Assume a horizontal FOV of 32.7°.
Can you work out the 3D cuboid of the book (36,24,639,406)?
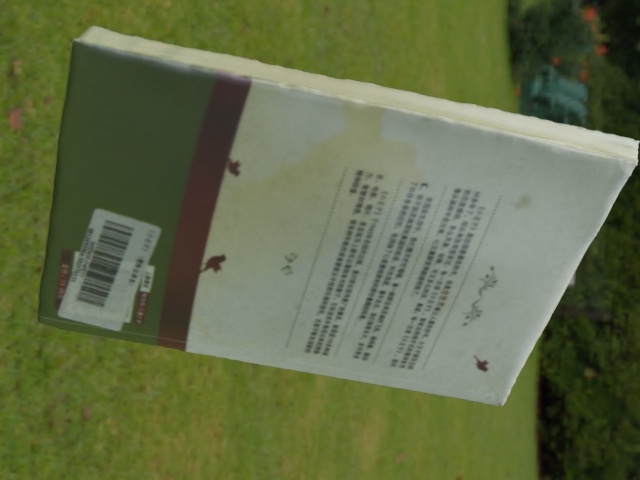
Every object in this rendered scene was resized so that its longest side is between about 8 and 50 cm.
[{"bbox_3d":[0.000,0.000,0.589,0.026,0.289,0.201,-91,-164,-50],"label":"book"}]
